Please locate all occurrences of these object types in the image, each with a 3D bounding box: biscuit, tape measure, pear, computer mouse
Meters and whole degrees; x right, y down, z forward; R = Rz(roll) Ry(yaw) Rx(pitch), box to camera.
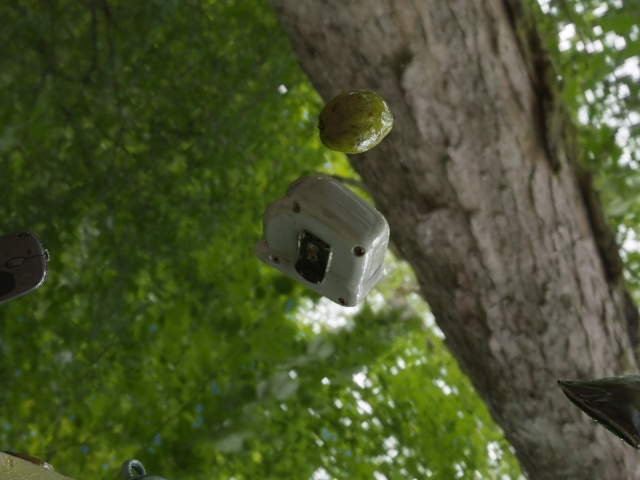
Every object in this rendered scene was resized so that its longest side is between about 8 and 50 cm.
[{"bbox_3d":[-0.616,0.448,1.973,0.175,0.124,0.026,4,-119,15],"label":"biscuit"},{"bbox_3d":[0.000,0.000,1.957,0.258,0.265,0.130,31,-126,18],"label":"tape measure"},{"bbox_3d":[0.057,-0.202,1.670,0.131,0.107,0.107,-12,-149,-19],"label":"pear"},{"bbox_3d":[-0.603,0.063,1.819,0.232,0.057,0.120,-19,-99,22],"label":"computer mouse"}]

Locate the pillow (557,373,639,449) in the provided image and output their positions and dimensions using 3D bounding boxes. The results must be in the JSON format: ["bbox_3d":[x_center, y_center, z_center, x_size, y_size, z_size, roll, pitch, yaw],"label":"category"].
[{"bbox_3d":[0.414,0.209,1.245,0.141,0.208,0.055,38,-60,49],"label":"pillow"}]

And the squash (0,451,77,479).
[{"bbox_3d":[-0.470,0.315,1.334,0.111,0.288,0.203,-55,-127,29],"label":"squash"}]

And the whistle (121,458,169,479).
[{"bbox_3d":[-0.262,0.469,1.520,0.163,0.163,0.290,-28,-122,11],"label":"whistle"}]
